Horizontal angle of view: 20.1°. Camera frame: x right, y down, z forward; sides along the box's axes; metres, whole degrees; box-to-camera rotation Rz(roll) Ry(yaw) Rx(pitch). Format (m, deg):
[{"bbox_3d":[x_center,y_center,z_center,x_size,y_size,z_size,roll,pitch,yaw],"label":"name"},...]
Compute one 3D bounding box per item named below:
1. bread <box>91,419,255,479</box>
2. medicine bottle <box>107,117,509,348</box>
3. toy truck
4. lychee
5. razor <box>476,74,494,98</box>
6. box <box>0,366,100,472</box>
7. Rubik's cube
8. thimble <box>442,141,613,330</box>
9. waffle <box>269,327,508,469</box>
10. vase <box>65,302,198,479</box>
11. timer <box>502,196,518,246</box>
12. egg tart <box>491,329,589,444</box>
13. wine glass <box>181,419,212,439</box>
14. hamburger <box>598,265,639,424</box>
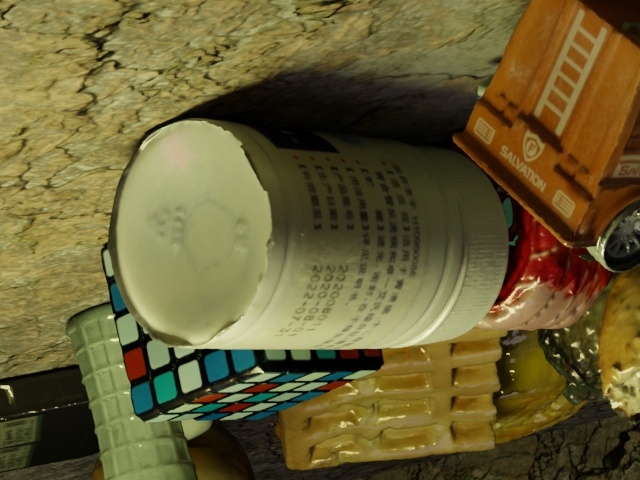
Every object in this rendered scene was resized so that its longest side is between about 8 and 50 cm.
[{"bbox_3d":[-0.163,0.392,2.452,0.329,0.245,0.424,25,-170,-12],"label":"bread"},{"bbox_3d":[0.000,0.000,1.569,0.190,0.189,0.332,-26,161,38],"label":"medicine bottle"},{"bbox_3d":[0.320,-0.108,1.460,0.388,0.173,0.207,-3,126,-36],"label":"toy truck"},{"bbox_3d":[0.399,0.098,2.237,0.274,0.255,0.255,-54,154,11],"label":"lychee"},{"bbox_3d":[0.218,-0.141,1.554,0.191,0.037,0.068,-4,-163,-29],"label":"razor"},{"bbox_3d":[-0.377,0.237,2.352,0.211,0.058,0.350,-8,164,-16],"label":"box"},{"bbox_3d":[-0.076,0.066,1.750,0.184,0.187,0.182,-27,160,35],"label":"Rubik's cube"},{"bbox_3d":[0.186,-0.009,1.707,0.163,0.189,0.125,-22,165,39],"label":"thimble"},{"bbox_3d":[0.079,0.179,2.291,0.304,0.077,0.348,-8,145,-1],"label":"waffle"},{"bbox_3d":[-0.196,0.221,1.981,0.143,0.298,0.143,-13,165,-4],"label":"vase"},{"bbox_3d":[0.240,-0.002,2.066,0.250,0.091,0.232,-20,168,-26],"label":"timer"},{"bbox_3d":[0.256,0.181,2.545,0.388,0.169,0.388,-13,160,-5],"label":"egg tart"},{"bbox_3d":[-0.159,0.230,2.419,0.262,0.074,0.074,-18,169,-29],"label":"wine glass"},{"bbox_3d":[0.459,0.029,1.753,0.446,0.286,0.268,7,154,-43],"label":"hamburger"}]
